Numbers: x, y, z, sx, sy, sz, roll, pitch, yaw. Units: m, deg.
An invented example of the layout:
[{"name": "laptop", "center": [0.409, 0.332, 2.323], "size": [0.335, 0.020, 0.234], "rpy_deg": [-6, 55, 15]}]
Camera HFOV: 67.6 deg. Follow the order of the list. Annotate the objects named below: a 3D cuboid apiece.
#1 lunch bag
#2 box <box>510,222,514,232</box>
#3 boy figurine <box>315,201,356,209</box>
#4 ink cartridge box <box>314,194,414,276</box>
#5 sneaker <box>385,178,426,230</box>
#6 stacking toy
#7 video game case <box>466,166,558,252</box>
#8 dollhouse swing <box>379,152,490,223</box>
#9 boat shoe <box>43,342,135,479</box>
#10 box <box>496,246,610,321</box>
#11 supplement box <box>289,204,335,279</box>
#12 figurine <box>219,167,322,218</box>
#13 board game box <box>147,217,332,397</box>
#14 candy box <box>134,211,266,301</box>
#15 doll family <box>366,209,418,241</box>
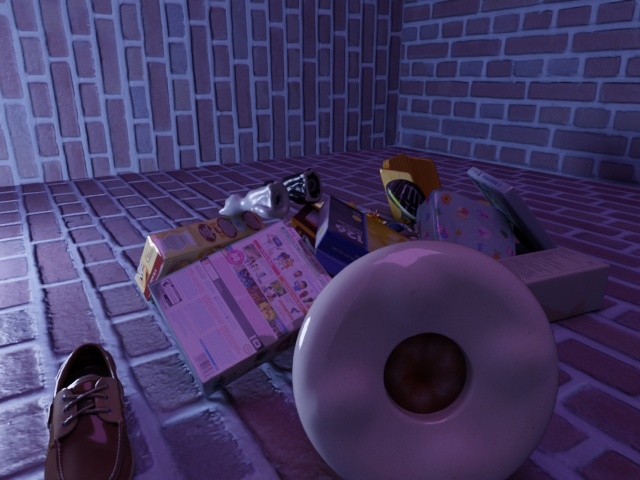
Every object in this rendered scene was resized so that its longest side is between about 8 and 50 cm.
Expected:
[{"name": "lunch bag", "center": [0.385, -0.004, 1.286], "size": [0.278, 0.108, 0.224], "rpy_deg": [16, 57, -17]}, {"name": "box", "center": [0.475, -0.015, 1.512], "size": [0.180, 0.119, 0.182], "rpy_deg": [-5, 20, -14]}, {"name": "boy figurine", "center": [0.037, -0.085, 1.742], "size": [0.177, 0.092, 0.285], "rpy_deg": [29, 28, 21]}, {"name": "ink cartridge box", "center": [0.132, 0.032, 1.187], "size": [0.303, 0.072, 0.307], "rpy_deg": [29, 22, -12]}, {"name": "sneaker", "center": [0.309, -0.096, 1.626], "size": [0.121, 0.300, 0.111], "rpy_deg": [-7, 51, 50]}, {"name": "stacking toy", "center": [0.134, 0.163, 0.820], "size": [0.349, 0.351, 0.480], "rpy_deg": [-1, 3, -1]}, {"name": "video game case", "center": [0.591, -0.066, 1.434], "size": [0.036, 0.329, 0.300], "rpy_deg": [-40, 16, 10]}, {"name": "dollhouse swing", "center": [0.458, -0.212, 1.860], "size": [0.304, 0.316, 0.346], "rpy_deg": [-13, 10, 31]}, {"name": "boat shoe", "center": [-0.352, 0.263, 0.715], "size": [0.123, 0.117, 0.324], "rpy_deg": [-10, 21, -26]}, {"name": "box", "center": [0.514, 0.111, 1.142], "size": [0.310, 0.121, 0.148], "rpy_deg": [-8, 20, -21]}, {"name": "supplement box", "center": [-0.012, 0.023, 1.263], "size": [0.191, 0.129, 0.194], "rpy_deg": [38, 23, -1]}, {"name": "figurine", "center": [-0.138, -0.114, 1.264], "size": [0.209, 0.093, 0.214], "rpy_deg": [-3, 17, 41]}, {"name": "board game box", "center": [-0.136, 0.117, 0.916], "size": [0.303, 0.098, 0.224], "rpy_deg": [-27, 63, -22]}, {"name": "candy box", "center": [-0.310, 0.034, 1.265], "size": [0.316, 0.183, 0.088], "rpy_deg": [-18, 64, -43]}, {"name": "doll family", "center": [0.208, -0.035, 1.543], "size": [0.262, 0.119, 0.163], "rpy_deg": [8, 17, 37]}]
